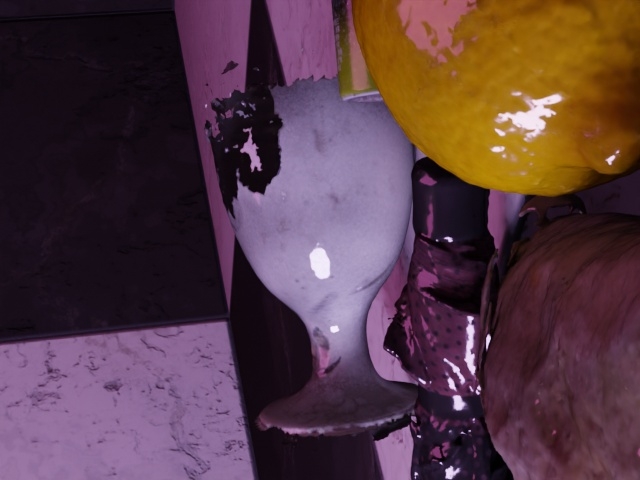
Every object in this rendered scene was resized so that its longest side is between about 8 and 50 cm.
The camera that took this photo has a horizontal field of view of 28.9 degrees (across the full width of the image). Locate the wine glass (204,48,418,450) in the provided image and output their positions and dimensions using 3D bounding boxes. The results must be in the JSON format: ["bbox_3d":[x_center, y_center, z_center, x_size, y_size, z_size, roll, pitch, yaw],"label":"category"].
[{"bbox_3d":[0.004,0.001,1.156,0.190,0.191,0.356,-152,52,-77],"label":"wine glass"}]

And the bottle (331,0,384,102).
[{"bbox_3d":[0.046,-0.282,1.019,0.093,0.093,0.330,-177,81,-79],"label":"bottle"}]

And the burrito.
[{"bbox_3d":[0.148,0.065,0.513,0.348,0.107,0.175,-168,91,-78],"label":"burrito"}]

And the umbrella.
[{"bbox_3d":[0.105,0.091,0.925,0.090,0.094,0.326,-31,-56,-52],"label":"umbrella"}]

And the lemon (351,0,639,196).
[{"bbox_3d":[0.104,-0.120,0.585,0.244,0.187,0.186,-108,17,-46],"label":"lemon"}]
